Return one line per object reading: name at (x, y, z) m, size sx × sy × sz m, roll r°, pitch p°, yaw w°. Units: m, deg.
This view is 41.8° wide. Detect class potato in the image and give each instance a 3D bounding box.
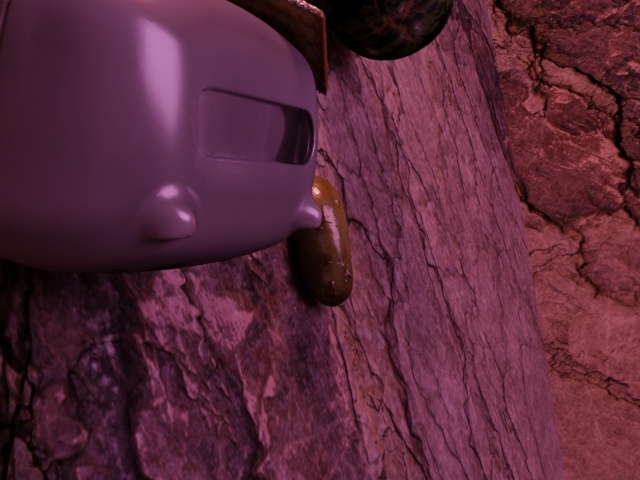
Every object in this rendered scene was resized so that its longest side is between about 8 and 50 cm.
potato at (0.000, 0.000, 1.157) m, size 0.105 × 0.085 × 0.188 m, roll 15°, pitch 63°, yaw -87°

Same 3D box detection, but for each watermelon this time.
watermelon at (0.106, -0.451, 1.460) m, size 0.269 × 0.269 × 0.269 m, roll 44°, pitch 38°, yaw -48°

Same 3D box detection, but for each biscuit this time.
biscuit at (-0.093, -0.221, 0.778) m, size 0.016 × 0.231 × 0.139 m, roll -58°, pitch 169°, yaw -15°

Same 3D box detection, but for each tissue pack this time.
tissue pack at (-0.138, -0.090, 0.672) m, size 0.333 × 0.236 × 0.229 m, roll -6°, pitch 106°, yaw -66°
